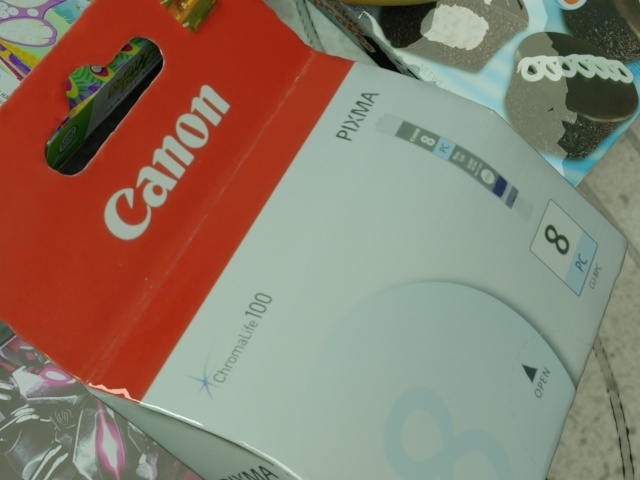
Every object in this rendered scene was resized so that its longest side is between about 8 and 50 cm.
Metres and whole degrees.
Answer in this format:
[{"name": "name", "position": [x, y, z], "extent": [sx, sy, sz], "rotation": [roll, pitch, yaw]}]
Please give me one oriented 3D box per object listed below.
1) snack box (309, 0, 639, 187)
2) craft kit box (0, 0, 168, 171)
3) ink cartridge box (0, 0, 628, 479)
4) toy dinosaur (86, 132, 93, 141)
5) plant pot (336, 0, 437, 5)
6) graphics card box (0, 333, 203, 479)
[{"name": "snack box", "position": [0.112, -0.197, 0.868], "extent": [0.322, 0.060, 0.187], "rotation": [42, 84, 0]}, {"name": "craft kit box", "position": [-0.215, -0.182, 0.776], "extent": [0.250, 0.061, 0.246], "rotation": [31, 48, 3]}, {"name": "ink cartridge box", "position": [0.000, 0.000, 0.712], "extent": [0.385, 0.091, 0.308], "rotation": [42, 53, -16]}, {"name": "toy dinosaur", "position": [-0.316, -0.113, 0.809], "extent": [0.322, 0.164, 0.218], "rotation": [8, 68, 14]}, {"name": "plant pot", "position": [0.019, -0.212, 0.779], "extent": [0.095, 0.134, 0.134], "rotation": [-12, 86, 26]}, {"name": "graphics card box", "position": [-0.126, 0.144, 0.807], "extent": [0.371, 0.094, 0.233], "rotation": [-39, 89, -8]}]
